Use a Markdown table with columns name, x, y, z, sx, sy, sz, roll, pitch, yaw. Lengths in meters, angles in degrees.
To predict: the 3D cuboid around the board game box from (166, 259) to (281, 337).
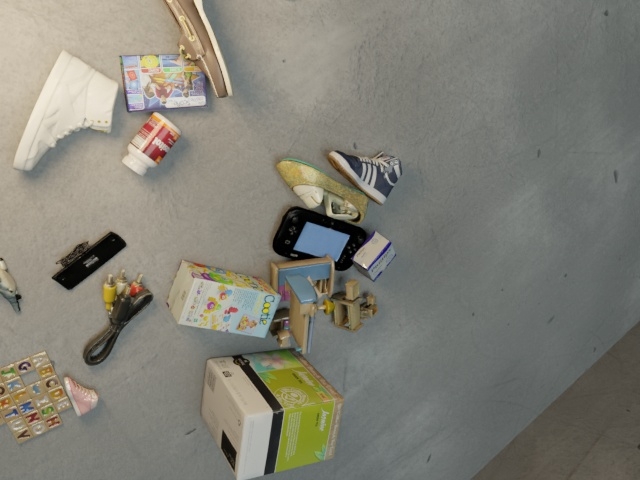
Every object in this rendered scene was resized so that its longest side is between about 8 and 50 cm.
| name | x | y | z | sx | sy | sz | roll | pitch | yaw |
| --- | --- | --- | --- | --- | --- | --- | --- | --- | --- |
| board game box | -0.281 | 0.172 | 1.566 | 0.275 | 0.142 | 0.144 | 17 | 100 | -33 |

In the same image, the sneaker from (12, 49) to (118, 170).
| name | x | y | z | sx | sy | sz | roll | pitch | yaw |
| --- | --- | --- | --- | --- | --- | --- | --- | --- | --- |
| sneaker | -0.579 | -0.267 | 1.248 | 0.169 | 0.108 | 0.292 | 26 | 93 | -32 |

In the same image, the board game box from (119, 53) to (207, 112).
| name | x | y | z | sx | sy | sz | roll | pitch | yaw |
| --- | --- | --- | --- | --- | --- | --- | --- | --- | --- |
| board game box | -0.391 | -0.397 | 1.353 | 0.201 | 0.035 | 0.136 | -11 | 113 | -27 |

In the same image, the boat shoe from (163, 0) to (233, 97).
| name | x | y | z | sx | sy | sz | roll | pitch | yaw |
| --- | --- | --- | --- | --- | --- | --- | --- | --- | --- |
| boat shoe | -0.304 | -0.492 | 1.298 | 0.097 | 0.116 | 0.324 | -22 | 103 | -6 |

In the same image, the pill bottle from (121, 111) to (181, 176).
| name | x | y | z | sx | sy | sz | roll | pitch | yaw |
| --- | --- | --- | --- | --- | --- | --- | --- | --- | --- |
| pill bottle | -0.429 | -0.241 | 1.359 | 0.086 | 0.086 | 0.152 | 39 | 87 | -35 |

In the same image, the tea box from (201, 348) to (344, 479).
| name | x | y | z | sx | sy | sz | roll | pitch | yaw |
| --- | --- | --- | --- | --- | --- | --- | --- | --- | --- |
| tea box | -0.156 | 0.516 | 1.656 | 0.324 | 0.329 | 0.220 | 0 | 107 | -32 |

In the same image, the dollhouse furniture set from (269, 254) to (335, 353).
| name | x | y | z | sx | sy | sz | roll | pitch | yaw |
| --- | --- | --- | --- | --- | --- | --- | --- | --- | --- |
| dollhouse furniture set | -0.015 | 0.222 | 1.616 | 0.198 | 0.303 | 0.286 | -7 | 117 | -21 |

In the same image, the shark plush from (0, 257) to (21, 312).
| name | x | y | z | sx | sy | sz | roll | pitch | yaw |
| --- | --- | --- | --- | --- | --- | --- | --- | --- | --- |
| shark plush | -0.787 | 0.109 | 1.320 | 0.067 | 0.073 | 0.161 | -18 | 140 | -2 |

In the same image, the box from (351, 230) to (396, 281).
| name | x | y | z | sx | sy | sz | roll | pitch | yaw |
| --- | --- | --- | --- | --- | --- | --- | --- | --- | --- |
| box | 0.181 | 0.055 | 1.804 | 0.126 | 0.072 | 0.137 | -50 | 153 | -7 |

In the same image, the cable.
| name | x | y | z | sx | sy | sz | roll | pitch | yaw |
| --- | --- | --- | --- | --- | --- | --- | --- | --- | --- |
| cable | -0.563 | 0.213 | 1.487 | 0.139 | 0.072 | 0.287 | 7 | 117 | -50 |

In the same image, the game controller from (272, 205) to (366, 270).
| name | x | y | z | sx | sy | sz | roll | pitch | yaw |
| --- | --- | --- | --- | --- | --- | --- | --- | --- | --- |
| game controller | 0.000 | 0.000 | 1.714 | 0.319 | 0.067 | 0.166 | 17 | 99 | -33 |

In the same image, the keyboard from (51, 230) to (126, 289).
| name | x | y | z | sx | sy | sz | roll | pitch | yaw |
| --- | --- | --- | --- | --- | --- | --- | --- | --- | --- |
| keyboard | -0.610 | 0.040 | 1.399 | 0.192 | 0.038 | 0.100 | -41 | 147 | -12 |

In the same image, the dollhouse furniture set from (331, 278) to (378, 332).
| name | x | y | z | sx | sy | sz | roll | pitch | yaw |
| --- | --- | --- | --- | --- | --- | --- | --- | --- | --- |
| dollhouse furniture set | 0.116 | 0.193 | 1.862 | 0.161 | 0.101 | 0.181 | -30 | 123 | -47 |

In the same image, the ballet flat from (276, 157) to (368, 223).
| name | x | y | z | sx | sy | sz | roll | pitch | yaw |
| --- | --- | --- | --- | --- | --- | --- | --- | --- | --- |
| ballet flat | 0.013 | -0.137 | 1.630 | 0.349 | 0.123 | 0.123 | 22 | 96 | -37 |

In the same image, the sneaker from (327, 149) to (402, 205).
| name | x | y | z | sx | sy | sz | roll | pitch | yaw |
| --- | --- | --- | --- | --- | --- | --- | --- | --- | --- |
| sneaker | 0.149 | -0.239 | 1.690 | 0.282 | 0.099 | 0.153 | 35 | 93 | -42 |

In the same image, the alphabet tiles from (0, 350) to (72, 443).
| name | x | y | z | sx | sy | sz | roll | pitch | yaw |
| --- | --- | --- | --- | --- | --- | --- | --- | --- | --- |
| alphabet tiles | -0.797 | 0.432 | 1.442 | 0.198 | 0.009 | 0.237 | -22 | 117 | -22 |

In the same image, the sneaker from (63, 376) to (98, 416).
| name | x | y | z | sx | sy | sz | roll | pitch | yaw |
| --- | --- | --- | --- | --- | --- | --- | --- | --- | --- |
| sneaker | -0.662 | 0.422 | 1.494 | 0.070 | 0.051 | 0.134 | -21 | 121 | -24 |
